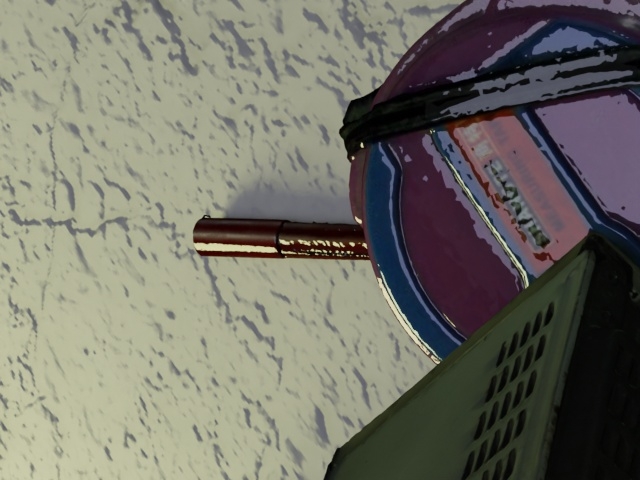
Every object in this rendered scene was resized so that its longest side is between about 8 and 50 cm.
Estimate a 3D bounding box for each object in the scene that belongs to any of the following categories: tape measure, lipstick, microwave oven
[{"bbox_3d":[0.143,-0.033,0.954,0.245,0.149,0.232,-35,87,22],"label":"tape measure"},{"bbox_3d":[0.000,0.001,1.123,0.176,0.027,0.027,2,96,32],"label":"lipstick"},{"bbox_3d":[0.175,0.212,0.810,0.355,0.286,0.218,43,117,-8],"label":"microwave oven"}]
